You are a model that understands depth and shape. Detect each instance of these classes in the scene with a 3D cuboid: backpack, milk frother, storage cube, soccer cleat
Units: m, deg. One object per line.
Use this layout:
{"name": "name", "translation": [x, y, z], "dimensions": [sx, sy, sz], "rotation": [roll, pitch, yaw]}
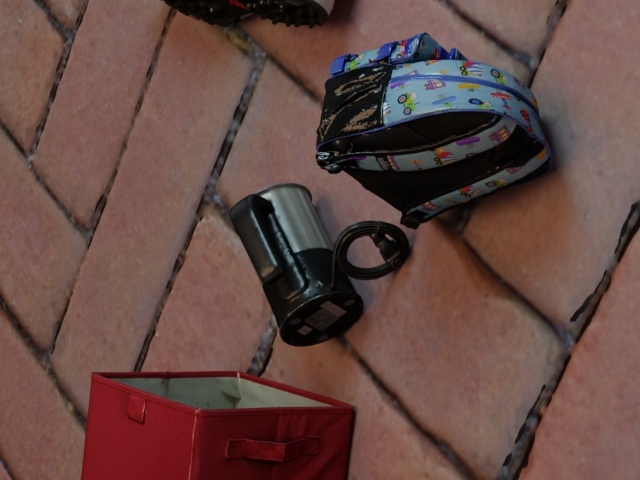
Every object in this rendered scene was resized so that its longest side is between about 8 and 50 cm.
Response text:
{"name": "backpack", "translation": [0.103, -0.099, 1.545], "dimensions": [0.173, 0.158, 0.117], "rotation": [-14, 58, 36]}
{"name": "milk frother", "translation": [0.000, 0.000, 1.719], "dimensions": [0.143, 0.129, 0.135], "rotation": [-25, 60, 0]}
{"name": "storage cube", "translation": [-0.103, 0.233, 1.743], "dimensions": [0.215, 0.183, 0.193], "rotation": [12, 97, 50]}
{"name": "soccer cleat", "translation": [-0.081, -0.282, 1.837], "dimensions": [0.318, 0.108, 0.116], "rotation": [12, 76, 52]}
